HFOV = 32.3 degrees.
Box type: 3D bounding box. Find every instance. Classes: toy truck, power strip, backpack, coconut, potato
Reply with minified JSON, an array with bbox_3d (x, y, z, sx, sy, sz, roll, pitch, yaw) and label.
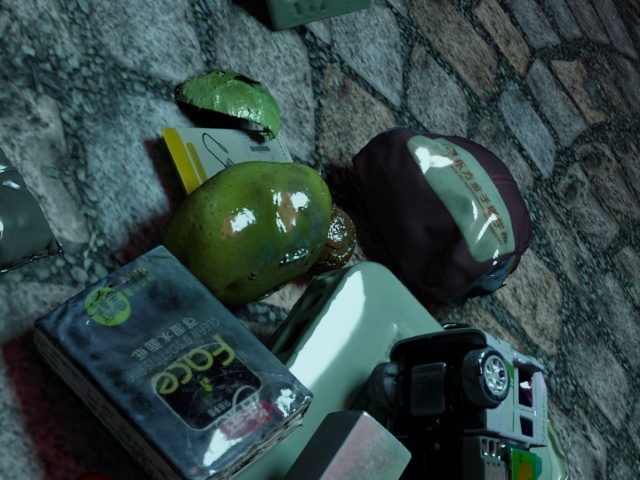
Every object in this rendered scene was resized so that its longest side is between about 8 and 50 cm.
[{"bbox_3d":[0.152,0.280,1.145,0.178,0.177,0.363,17,67,-45],"label":"toy truck"},{"bbox_3d":[-0.045,-0.421,1.698,0.140,0.224,0.139,73,2,-65],"label":"power strip"},{"bbox_3d":[0.202,-0.043,1.691,0.317,0.197,0.283,-10,71,-61],"label":"backpack"},{"bbox_3d":[-0.107,-0.191,1.498,0.133,0.055,0.158,33,22,15],"label":"coconut"},{"bbox_3d":[-0.084,-0.007,1.300,0.248,0.143,0.169,-25,116,-50],"label":"potato"}]

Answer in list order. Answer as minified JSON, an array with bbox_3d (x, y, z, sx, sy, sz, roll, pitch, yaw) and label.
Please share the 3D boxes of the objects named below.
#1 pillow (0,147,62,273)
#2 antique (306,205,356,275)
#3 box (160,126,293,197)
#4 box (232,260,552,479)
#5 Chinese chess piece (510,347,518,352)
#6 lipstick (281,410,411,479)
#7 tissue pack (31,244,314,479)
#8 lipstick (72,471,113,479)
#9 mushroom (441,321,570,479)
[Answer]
[{"bbox_3d":[-0.404,-0.083,0.999,0.326,0.101,0.228,59,29,-3],"label":"pillow"},{"bbox_3d":[0.000,0.000,1.467,0.104,0.104,0.104,34,40,-34],"label":"antique"},{"bbox_3d":[-0.113,-0.086,1.450,0.247,0.033,0.129,-5,69,-55],"label":"box"},{"bbox_3d":[0.065,0.274,1.250,0.396,0.111,0.396,48,50,-16],"label":"box"},{"bbox_3d":[0.285,0.235,1.699,0.144,0.058,0.144,31,42,-33],"label":"Chinese chess piece"},{"bbox_3d":[-0.049,0.323,1.003,0.076,0.080,0.371,44,62,-15],"label":"lipstick"},{"bbox_3d":[-0.146,0.131,1.085,0.235,0.073,0.173,44,50,18],"label":"tissue pack"},{"bbox_3d":[-0.267,0.271,0.913,0.280,0.073,0.073,-21,81,-58],"label":"lipstick"},{"bbox_3d":[0.191,0.266,1.494,0.344,0.130,0.247,42,63,-18],"label":"mushroom"}]
